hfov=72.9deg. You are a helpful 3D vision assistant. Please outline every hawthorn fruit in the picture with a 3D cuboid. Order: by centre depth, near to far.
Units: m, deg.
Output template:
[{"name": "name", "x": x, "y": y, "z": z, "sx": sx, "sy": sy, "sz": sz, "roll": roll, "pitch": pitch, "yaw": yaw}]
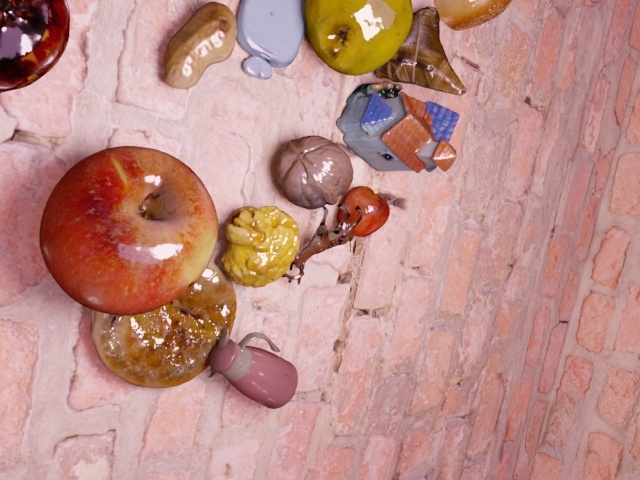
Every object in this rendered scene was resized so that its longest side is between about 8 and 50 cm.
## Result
[{"name": "hawthorn fruit", "x": 0.118, "y": -0.068, "z": 1.374, "sx": 0.162, "sy": 0.162, "sz": 0.204, "roll": 32, "pitch": 97, "yaw": -35}]

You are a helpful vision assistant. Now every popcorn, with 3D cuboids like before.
[{"name": "popcorn", "x": -0.167, "y": 0.010, "z": 1.148, "sx": 0.225, "sy": 0.201, "sz": 0.203, "roll": -22, "pitch": 140, "yaw": 12}]

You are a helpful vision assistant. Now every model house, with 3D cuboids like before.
[{"name": "model house", "x": 0.272, "y": -0.340, "z": 1.296, "sx": 0.294, "sy": 0.329, "sz": 0.252, "roll": 32, "pitch": 86, "yaw": -36}]

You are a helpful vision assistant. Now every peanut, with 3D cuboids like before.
[{"name": "peanut", "x": -0.283, "y": -0.456, "z": 1.025, "sx": 0.120, "sy": 0.110, "sz": 0.237, "roll": 41, "pitch": 79, "yaw": -42}]

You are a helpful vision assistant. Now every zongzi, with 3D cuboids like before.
[{"name": "zongzi", "x": 0.352, "y": -0.572, "z": 1.323, "sx": 0.286, "sy": 0.288, "sz": 0.134, "roll": -57, "pitch": 162, "yaw": -21}]

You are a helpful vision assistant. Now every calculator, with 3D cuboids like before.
[{"name": "calculator", "x": -0.127, "y": -0.574, "z": 1.145, "sx": 0.188, "sy": 0.042, "sz": 0.303, "roll": 16, "pitch": 88, "yaw": -36}]

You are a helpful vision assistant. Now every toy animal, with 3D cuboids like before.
[{"name": "toy animal", "x": 0.007, "y": 0.015, "z": 1.260, "sx": 0.243, "sy": 0.087, "sz": 0.260, "roll": -12, "pitch": 142, "yaw": -23}]

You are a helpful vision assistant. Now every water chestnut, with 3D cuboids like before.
[{"name": "water chestnut", "x": -0.587, "y": -0.398, "z": 0.733, "sx": 0.299, "sy": 0.300, "sz": 0.301, "roll": -8, "pitch": 105, "yaw": -33}]

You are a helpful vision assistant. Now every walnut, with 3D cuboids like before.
[{"name": "walnut", "x": -0.016, "y": -0.187, "z": 1.213, "sx": 0.224, "sy": 0.224, "sz": 0.225, "roll": -8, "pitch": 105, "yaw": -33}]

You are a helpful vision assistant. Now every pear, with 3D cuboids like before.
[{"name": "pear", "x": 0.114, "y": -0.627, "z": 1.166, "sx": 0.287, "sy": 0.287, "sz": 0.376, "roll": 50, "pitch": 58, "yaw": -31}]

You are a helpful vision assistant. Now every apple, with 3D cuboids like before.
[{"name": "apple", "x": -0.396, "y": -0.019, "z": 0.914, "sx": 0.348, "sy": 0.276, "sz": 0.349, "roll": 15, "pitch": 62, "yaw": -30}]

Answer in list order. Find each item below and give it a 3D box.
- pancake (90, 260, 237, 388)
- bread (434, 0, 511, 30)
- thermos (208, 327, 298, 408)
[{"name": "pancake", "x": -0.386, "y": 0.204, "z": 1.118, "sx": 0.386, "sy": 0.082, "sz": 0.388, "roll": -10, "pitch": 106, "yaw": -37}, {"name": "bread", "x": 0.562, "y": -0.834, "z": 1.462, "sx": 0.314, "sy": 0.192, "sz": 0.171, "roll": -36, "pitch": 117, "yaw": -22}, {"name": "thermos", "x": -0.185, "y": 0.355, "z": 1.222, "sx": 0.176, "sy": 0.146, "sz": 0.265, "roll": -47, "pitch": 132, "yaw": -5}]
